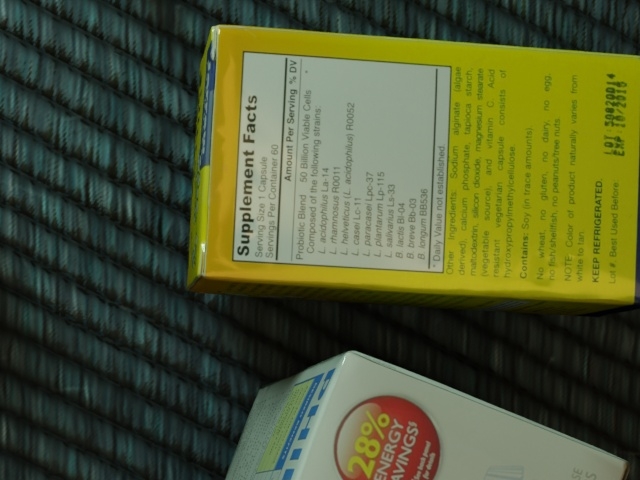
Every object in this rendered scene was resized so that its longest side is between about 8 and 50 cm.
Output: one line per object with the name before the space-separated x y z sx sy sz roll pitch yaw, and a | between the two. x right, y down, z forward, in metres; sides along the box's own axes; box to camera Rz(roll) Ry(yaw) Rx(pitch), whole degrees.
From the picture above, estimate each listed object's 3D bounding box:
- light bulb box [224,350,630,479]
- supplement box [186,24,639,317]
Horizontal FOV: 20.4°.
light bulb box | 0.022 0.296 1.332 0.225 0.361 0.358 22 78 -8
supplement box | 0.078 -0.047 1.416 0.356 0.195 0.194 4 84 -7
